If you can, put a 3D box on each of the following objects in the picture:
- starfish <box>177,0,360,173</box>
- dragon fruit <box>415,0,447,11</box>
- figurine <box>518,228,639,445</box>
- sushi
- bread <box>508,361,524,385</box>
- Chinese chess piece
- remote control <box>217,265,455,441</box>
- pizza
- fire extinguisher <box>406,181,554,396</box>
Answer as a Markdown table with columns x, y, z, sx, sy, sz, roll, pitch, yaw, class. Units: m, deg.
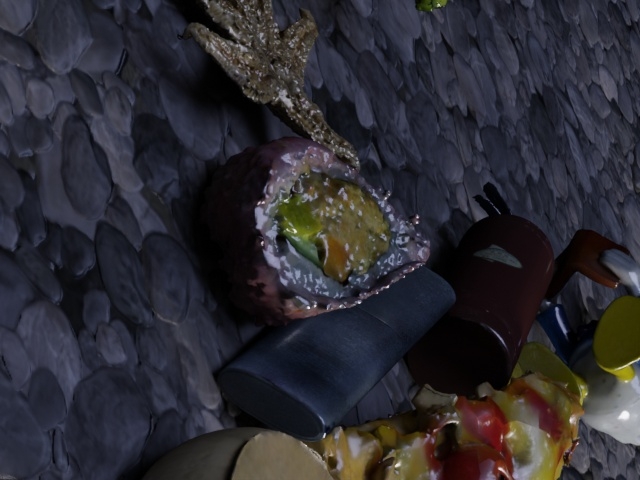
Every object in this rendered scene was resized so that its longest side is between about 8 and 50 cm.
| x | y | z | sx | sy | sz | roll | pitch | yaw | class |
| --- | --- | --- | --- | --- | --- | --- | --- | --- | --- |
| -0.063 | -0.194 | 1.654 | 0.299 | 0.060 | 0.302 | 49 | 22 | -22 | starfish |
| 0.052 | -0.375 | 1.890 | 0.200 | 0.198 | 0.269 | 27 | -37 | 61 | dragon fruit |
| 0.340 | 0.136 | 2.195 | 0.338 | 0.204 | 0.283 | 54 | 21 | -58 | figurine |
| -0.008 | -0.018 | 1.569 | 0.241 | 0.107 | 0.161 | -22 | 94 | -49 | sushi |
| 0.192 | 0.209 | 1.916 | 0.187 | 0.065 | 0.149 | -63 | 141 | -60 | bread |
| -0.048 | 0.266 | 1.333 | 0.250 | 0.103 | 0.249 | 44 | 36 | -45 | Chinese chess piece |
| 0.025 | 0.088 | 1.620 | 0.107 | 0.044 | 0.377 | 33 | 24 | 9 | remote control |
| 0.157 | 0.247 | 1.650 | 0.406 | 0.130 | 0.440 | -53 | 125 | -38 | pizza |
| 0.184 | 0.049 | 1.934 | 0.135 | 0.114 | 0.337 | 54 | 29 | -10 | fire extinguisher |
